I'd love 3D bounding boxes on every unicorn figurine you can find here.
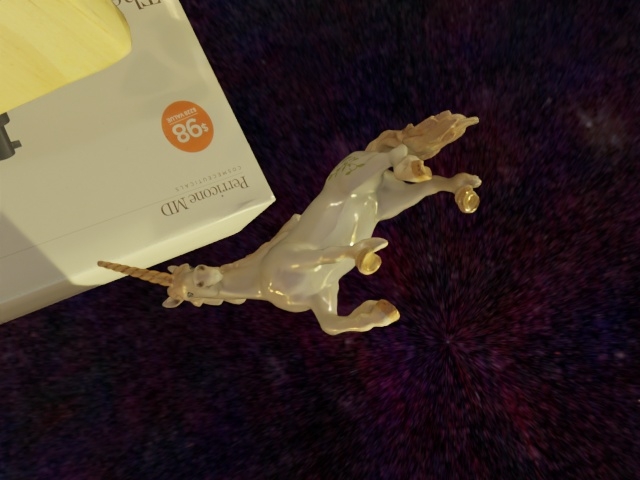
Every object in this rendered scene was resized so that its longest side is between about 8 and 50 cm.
[{"bbox_3d":[0.000,0.000,0.561,0.162,0.111,0.060,-35,114,-31],"label":"unicorn figurine"}]

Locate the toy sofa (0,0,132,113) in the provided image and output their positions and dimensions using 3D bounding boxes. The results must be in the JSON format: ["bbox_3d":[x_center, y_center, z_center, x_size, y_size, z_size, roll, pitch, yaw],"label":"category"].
[{"bbox_3d":[-0.193,-0.195,0.391,0.177,0.150,0.362,-20,62,16],"label":"toy sofa"}]

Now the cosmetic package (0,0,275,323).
[{"bbox_3d":[-0.261,-0.085,0.962,0.377,0.097,0.284,-23,85,-32],"label":"cosmetic package"}]
